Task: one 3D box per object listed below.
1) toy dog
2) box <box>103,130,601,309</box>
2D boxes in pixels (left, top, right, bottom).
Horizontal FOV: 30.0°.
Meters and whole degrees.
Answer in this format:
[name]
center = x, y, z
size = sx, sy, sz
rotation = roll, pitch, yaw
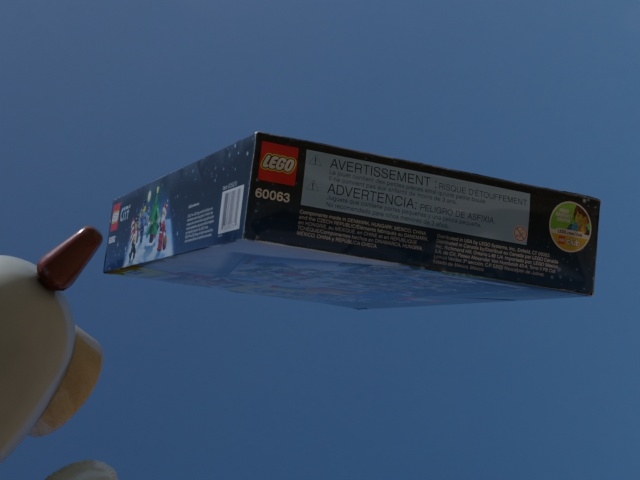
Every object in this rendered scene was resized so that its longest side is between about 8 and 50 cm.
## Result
[toy dog]
center = -0.199, 0.104, 0.725
size = 0.220, 0.161, 0.333
rotation = 27, -146, -42
[box]
center = 0.000, 0.000, 0.580
size = 0.159, 0.233, 0.044
rotation = 9, -98, -23
